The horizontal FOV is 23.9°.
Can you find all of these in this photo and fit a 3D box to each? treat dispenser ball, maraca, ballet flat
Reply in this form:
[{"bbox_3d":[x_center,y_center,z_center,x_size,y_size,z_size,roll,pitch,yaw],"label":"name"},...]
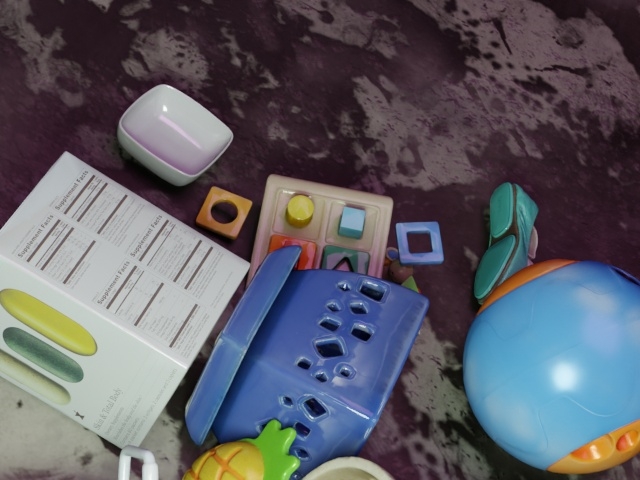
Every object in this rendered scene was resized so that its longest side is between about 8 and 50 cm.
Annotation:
[{"bbox_3d":[0.334,0.167,2.018,0.288,0.288,0.288,17,46,-18],"label":"treat dispenser ball"},{"bbox_3d":[-0.093,0.282,1.744,0.099,0.186,0.127,32,32,-37],"label":"maraca"},{"bbox_3d":[0.293,0.016,2.286,0.087,0.083,0.247,35,43,-19],"label":"ballet flat"}]

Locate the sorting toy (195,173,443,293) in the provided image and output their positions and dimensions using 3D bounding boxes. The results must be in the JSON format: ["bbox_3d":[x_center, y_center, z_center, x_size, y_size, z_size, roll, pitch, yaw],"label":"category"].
[{"bbox_3d":[0.000,0.000,2.081,0.348,0.047,0.196,11,63,-2],"label":"sorting toy"}]

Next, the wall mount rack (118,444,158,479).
[{"bbox_3d":[-0.291,0.371,1.592,0.350,0.130,0.304,2,90,-28],"label":"wall mount rack"}]

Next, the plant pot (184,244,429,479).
[{"bbox_3d":[-0.026,0.161,1.857,0.212,0.236,0.236,28,44,2],"label":"plant pot"}]

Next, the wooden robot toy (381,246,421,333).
[{"bbox_3d":[0.111,0.045,2.148,0.076,0.079,0.173,-8,58,-36],"label":"wooden robot toy"}]

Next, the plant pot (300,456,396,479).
[{"bbox_3d":[0.118,0.437,1.657,0.305,0.334,0.333,22,43,-28],"label":"plant pot"}]

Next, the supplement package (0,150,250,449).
[{"bbox_3d":[-0.264,0.076,1.807,0.263,0.199,0.198,32,44,-2],"label":"supplement package"}]

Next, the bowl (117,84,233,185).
[{"bbox_3d":[-0.212,-0.142,2.141,0.142,0.053,0.142,37,43,2],"label":"bowl"}]
